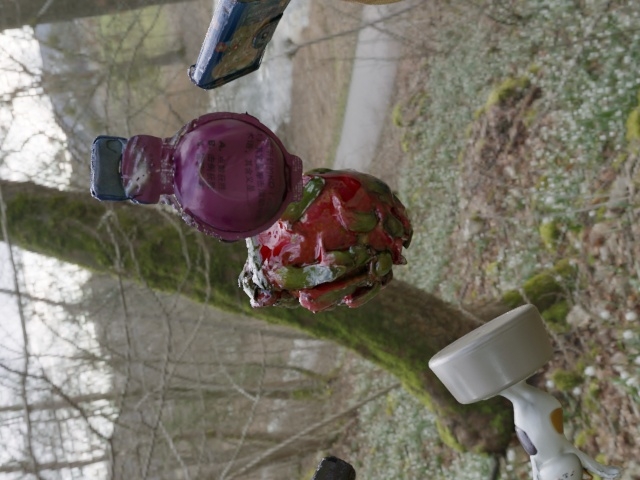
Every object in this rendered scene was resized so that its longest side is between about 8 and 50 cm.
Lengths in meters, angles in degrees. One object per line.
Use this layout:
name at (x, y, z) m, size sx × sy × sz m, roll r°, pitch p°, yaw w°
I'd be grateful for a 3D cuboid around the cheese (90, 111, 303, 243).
cheese at (-0.081, -0.045, 0.491) m, size 0.038 × 0.145 × 0.095 m, roll 147°, pitch 123°, yaw -66°

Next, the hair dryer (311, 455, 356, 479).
hair dryer at (-0.024, 0.241, 0.487) m, size 0.251 × 0.089 × 0.197 m, roll -58°, pitch -27°, yaw -60°

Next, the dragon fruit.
dragon fruit at (0.007, 0.009, 1.193) m, size 0.237 × 0.303 × 0.231 m, roll 56°, pitch 154°, yaw 13°

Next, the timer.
timer at (0.296, 0.245, 1.023) m, size 0.266 × 0.175 × 0.175 m, roll 60°, pitch 164°, yaw 8°

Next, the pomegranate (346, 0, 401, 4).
pomegranate at (0.093, -0.533, 1.121) m, size 0.338 × 0.339 × 0.338 m, roll 170°, pitch 90°, yaw -77°

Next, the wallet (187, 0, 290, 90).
wallet at (-0.123, -0.330, 1.123) m, size 0.059 × 0.141 × 0.202 m, roll 51°, pitch 143°, yaw 9°
